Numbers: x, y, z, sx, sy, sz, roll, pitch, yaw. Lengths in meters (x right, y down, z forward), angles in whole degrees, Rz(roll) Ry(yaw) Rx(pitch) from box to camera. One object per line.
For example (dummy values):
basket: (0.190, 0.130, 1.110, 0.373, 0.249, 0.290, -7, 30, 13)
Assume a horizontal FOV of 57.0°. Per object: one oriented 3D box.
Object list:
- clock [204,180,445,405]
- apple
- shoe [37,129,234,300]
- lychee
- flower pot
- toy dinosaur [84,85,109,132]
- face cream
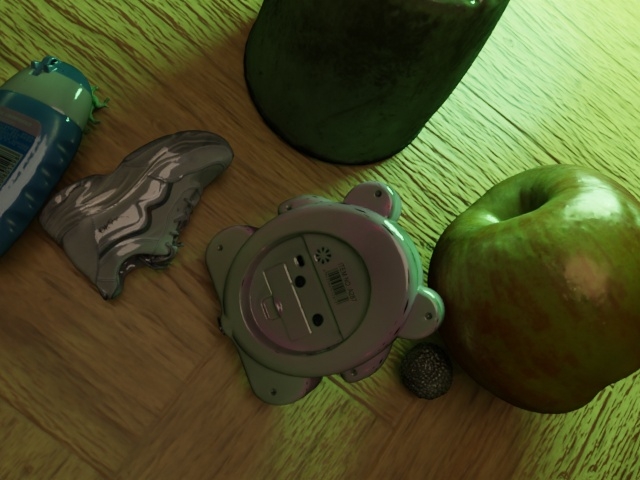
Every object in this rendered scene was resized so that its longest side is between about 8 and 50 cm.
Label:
clock: (0.002, 0.057, 0.693, 0.248, 0.090, 0.227, -24, 82, 16)
apple: (0.285, 0.066, 0.730, 0.302, 0.301, 0.301, 4, 75, -14)
shoe: (-0.201, -0.036, 0.723, 0.245, 0.095, 0.137, -31, 89, -17)
lychee: (0.140, 0.172, 0.774, 0.068, 0.083, 0.067, 16, 29, 24)
flower pot: (0.076, -0.287, 0.735, 0.294, 0.330, 0.293, 5, 74, -16)
toy dinosaur: (-0.311, -0.169, 0.761, 0.083, 0.021, 0.062, -26, 77, -23)
face cream: (-0.363, -0.102, 0.687, 0.149, 0.083, 0.263, 20, 70, 16)
